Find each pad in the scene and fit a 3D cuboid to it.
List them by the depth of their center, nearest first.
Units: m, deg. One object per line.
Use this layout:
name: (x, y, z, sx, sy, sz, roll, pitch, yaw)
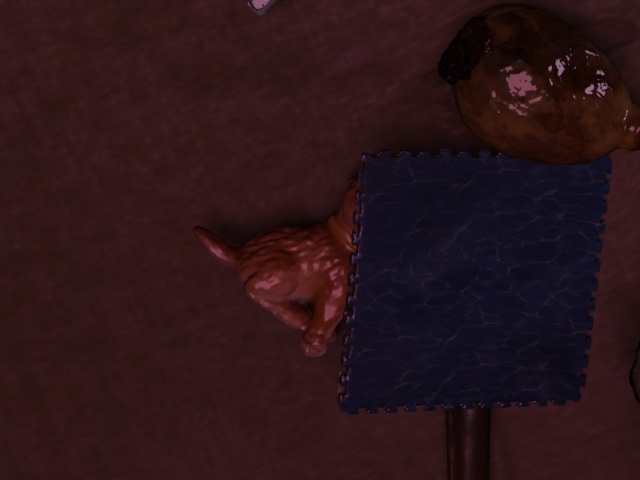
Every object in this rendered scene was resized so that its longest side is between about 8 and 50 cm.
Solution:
pad: (0.151, 0.041, 1.666, 0.270, 0.012, 0.269, -2, 106, -17)

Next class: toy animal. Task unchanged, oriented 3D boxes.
toy animal: (-0.005, -0.012, 1.682, 0.184, 0.104, 0.185, 40, 109, -5)

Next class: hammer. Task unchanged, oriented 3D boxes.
hammer: (0.157, 0.312, 1.774, 0.168, 0.044, 0.440, 1, 104, 6)

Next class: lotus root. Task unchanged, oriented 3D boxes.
lotus root: (0.215, -0.136, 1.608, 0.214, 0.138, 0.138, 28, 106, -3)

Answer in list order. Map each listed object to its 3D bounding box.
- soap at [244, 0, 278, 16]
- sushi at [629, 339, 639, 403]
soap: (-0.026, -0.323, 1.624, 0.114, 0.063, 0.198, 45, 105, -5)
sushi: (0.433, 0.185, 1.628, 0.234, 0.207, 0.348, -35, 92, 26)
